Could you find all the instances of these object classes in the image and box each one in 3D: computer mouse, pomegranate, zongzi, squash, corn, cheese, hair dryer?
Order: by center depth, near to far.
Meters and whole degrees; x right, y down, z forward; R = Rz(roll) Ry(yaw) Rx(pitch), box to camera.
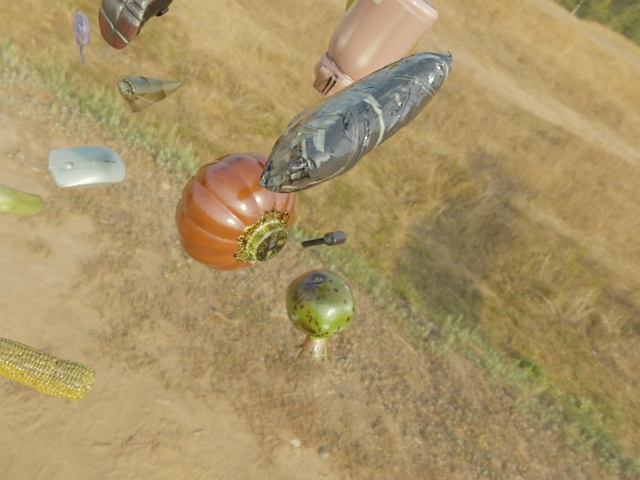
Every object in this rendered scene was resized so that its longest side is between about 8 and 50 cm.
[{"bbox_3d":[0.000,0.000,1.035,0.047,0.083,0.026,-7,88,-62],"label":"hair dryer"},{"bbox_3d":[-0.701,0.312,1.418,0.292,0.101,0.101,26,32,-19],"label":"corn"},{"bbox_3d":[-0.474,-0.432,1.624,0.160,0.176,0.078,-178,-115,-81],"label":"zongzi"},{"bbox_3d":[-0.866,-0.112,1.641,0.083,0.083,0.250,37,0,3],"label":"squash"},{"bbox_3d":[-0.722,-0.621,1.745,0.042,0.191,0.105,-8,81,-26],"label":"cheese"},{"bbox_3d":[-0.707,-0.226,1.764,0.231,0.079,0.127,-11,77,-44],"label":"computer mouse"},{"bbox_3d":[-0.021,0.225,1.834,0.231,0.285,0.230,19,33,-13],"label":"pomegranate"}]

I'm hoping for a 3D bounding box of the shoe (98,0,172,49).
[{"bbox_3d":[-0.457,-0.621,1.484,0.114,0.291,0.137,41,7,-8],"label":"shoe"}]

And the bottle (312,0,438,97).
[{"bbox_3d":[0.106,-0.456,1.327,0.173,0.297,0.206,45,28,1],"label":"bottle"}]

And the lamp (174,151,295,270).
[{"bbox_3d":[-0.146,-0.050,1.006,0.196,0.223,0.223,42,32,24],"label":"lamp"}]

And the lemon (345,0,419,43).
[{"bbox_3d":[0.179,-0.607,1.560,0.236,0.236,0.263,54,6,28],"label":"lemon"}]

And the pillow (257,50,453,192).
[{"bbox_3d":[0.055,-0.169,0.800,0.335,0.162,0.092,-39,110,-30],"label":"pillow"}]
